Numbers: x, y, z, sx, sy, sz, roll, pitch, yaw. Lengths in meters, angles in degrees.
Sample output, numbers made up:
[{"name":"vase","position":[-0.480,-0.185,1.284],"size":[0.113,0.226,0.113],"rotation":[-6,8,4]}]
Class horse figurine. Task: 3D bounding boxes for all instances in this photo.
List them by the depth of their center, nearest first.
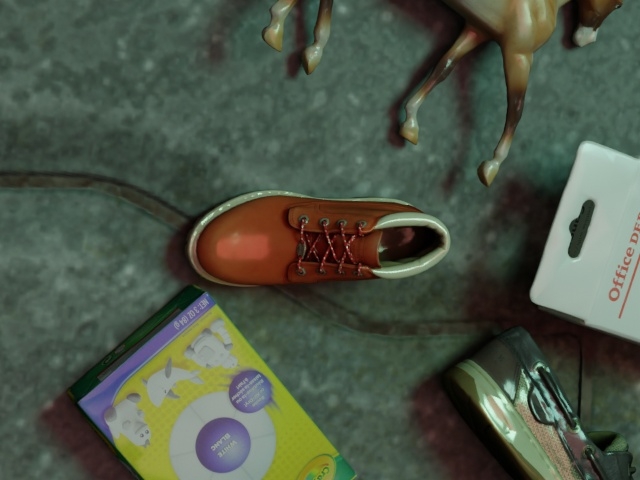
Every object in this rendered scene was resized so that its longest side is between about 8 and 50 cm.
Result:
[{"name":"horse figurine","position":[0.067,-0.157,0.965],"size":[0.263,0.066,0.174],"rotation":[30,91,-21]}]

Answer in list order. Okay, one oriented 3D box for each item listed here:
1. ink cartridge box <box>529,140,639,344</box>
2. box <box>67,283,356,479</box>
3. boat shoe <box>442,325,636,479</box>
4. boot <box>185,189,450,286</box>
[{"name":"ink cartridge box","position":[0.223,0.013,1.033],"size":[0.198,0.067,0.115],"rotation":[19,89,-21]},{"name":"box","position":[-0.059,0.128,0.964],"size":[0.105,0.043,0.179],"rotation":[-42,108,-10]},{"name":"boat shoe","position":[0.171,0.152,1.024],"size":[0.073,0.080,0.223],"rotation":[-41,102,-5]},{"name":"boot","position":[0.000,0.000,0.949],"size":[0.158,0.084,0.059],"rotation":[-6,99,-17]}]
